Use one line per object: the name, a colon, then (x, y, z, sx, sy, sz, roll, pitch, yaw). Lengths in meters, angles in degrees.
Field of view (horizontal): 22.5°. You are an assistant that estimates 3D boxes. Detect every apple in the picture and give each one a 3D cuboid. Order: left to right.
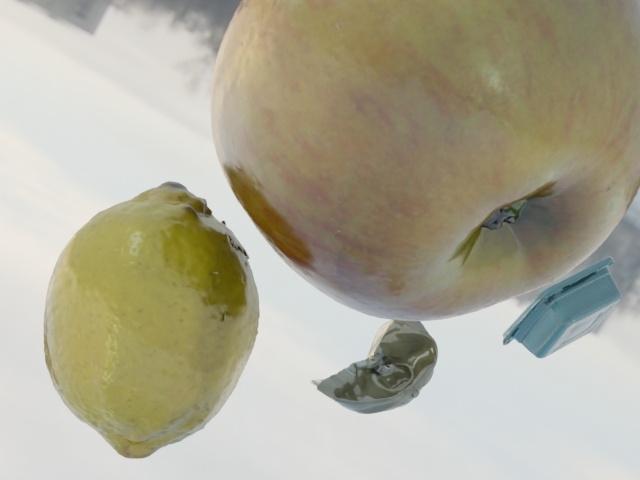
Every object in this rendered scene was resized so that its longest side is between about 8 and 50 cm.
apple: (0.110, -0.117, 1.404, 0.333, 0.400, 0.400, 42, -166, 34)

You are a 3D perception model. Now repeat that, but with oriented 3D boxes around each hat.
hat: (0.080, 0.186, 2.173, 0.144, 0.166, 0.173, 47, 169, 21)

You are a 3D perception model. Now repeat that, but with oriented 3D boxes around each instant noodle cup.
instant noodle cup: (0.382, 0.111, 2.484, 0.179, 0.157, 0.070, -23, -112, -33)

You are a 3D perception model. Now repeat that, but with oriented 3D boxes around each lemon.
lemon: (-0.158, 0.073, 1.498, 0.204, 0.260, 0.204, 10, 180, 0)
